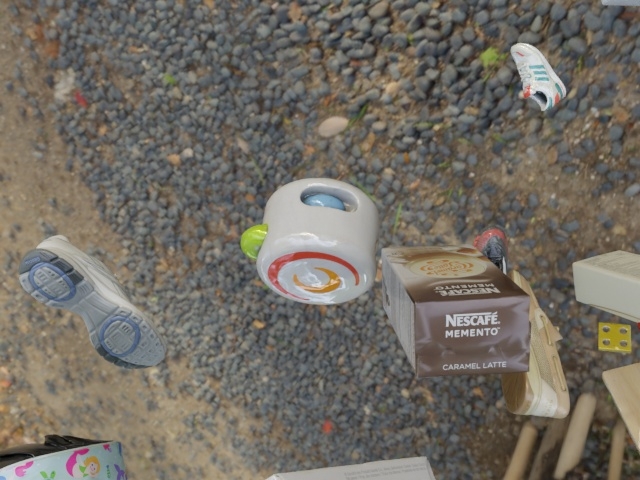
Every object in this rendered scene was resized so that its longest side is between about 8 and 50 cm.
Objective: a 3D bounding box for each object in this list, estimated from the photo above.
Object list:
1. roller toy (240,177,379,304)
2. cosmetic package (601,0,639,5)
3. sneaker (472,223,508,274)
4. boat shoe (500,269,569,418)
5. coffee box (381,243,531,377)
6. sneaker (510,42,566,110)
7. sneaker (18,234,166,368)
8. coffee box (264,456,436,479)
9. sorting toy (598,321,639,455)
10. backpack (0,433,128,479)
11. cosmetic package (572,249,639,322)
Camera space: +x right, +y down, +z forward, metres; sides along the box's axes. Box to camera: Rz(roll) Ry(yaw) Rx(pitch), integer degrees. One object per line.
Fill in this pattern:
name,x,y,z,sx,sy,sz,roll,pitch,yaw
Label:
roller toy,0.000,0.000,1.132,0.191,0.146,0.209,-18,138,31
cosmetic package,0.372,-0.338,0.631,0.138,0.224,0.224,148,120,-76
sneaker,0.432,0.101,1.807,0.097,0.135,0.276,4,110,-2
boat shoe,0.419,0.206,1.424,0.110,0.341,0.122,13,136,-7
coffee box,0.168,0.082,0.934,0.141,0.246,0.098,-4,104,-4
sneaker,0.459,-0.352,1.535,0.161,0.075,0.057,49,161,-7
sneaker,-0.369,0.099,1.215,0.111,0.129,0.297,-33,113,13
coffee box,0.003,0.551,1.038,0.334,0.337,0.338,-42,54,32
sorting toy,0.491,0.233,1.022,0.132,0.275,0.046,-15,140,2
backpack,-0.352,0.331,0.838,0.253,0.225,0.191,-27,73,16
cosmetic package,0.791,0.117,1.759,0.309,0.160,0.113,-154,52,-71
